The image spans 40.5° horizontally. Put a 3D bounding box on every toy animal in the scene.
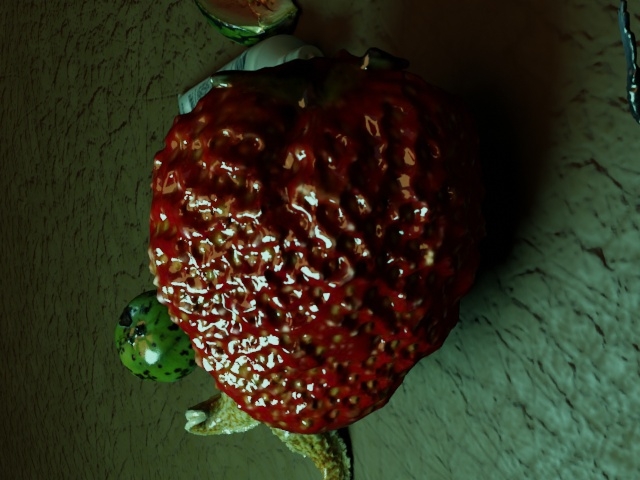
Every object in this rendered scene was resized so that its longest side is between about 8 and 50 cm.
[{"bbox_3d":[0.219,-0.052,0.501,0.062,0.108,0.220,-3,130,50],"label":"toy animal"}]

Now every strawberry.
[{"bbox_3d":[0.002,0.002,0.670,0.261,0.261,0.257,-38,48,51],"label":"strawberry"}]

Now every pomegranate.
[{"bbox_3d":[-0.197,0.128,1.117,0.122,0.122,0.161,63,178,22],"label":"pomegranate"}]

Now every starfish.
[{"bbox_3d":[-0.036,0.127,0.888,0.303,0.113,0.311,0,95,54],"label":"starfish"}]

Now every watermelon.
[{"bbox_3d":[-0.098,-0.252,0.910,0.163,0.069,0.087,52,137,30],"label":"watermelon"}]

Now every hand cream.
[{"bbox_3d":[-0.085,-0.141,0.938,0.341,0.078,0.124,-16,86,62],"label":"hand cream"}]
